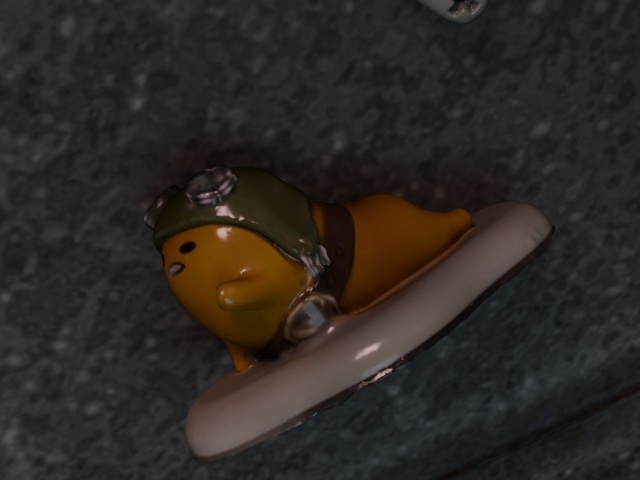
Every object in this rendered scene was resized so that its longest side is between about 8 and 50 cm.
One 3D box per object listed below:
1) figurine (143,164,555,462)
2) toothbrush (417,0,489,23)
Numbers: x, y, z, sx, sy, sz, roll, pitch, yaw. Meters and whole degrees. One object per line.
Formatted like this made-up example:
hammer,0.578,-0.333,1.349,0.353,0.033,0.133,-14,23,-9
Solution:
figurine,0.000,0.000,0.895,0.250,0.166,0.141,-34,97,-28
toothbrush,-0.048,-0.191,0.752,0.386,0.040,0.040,26,112,-36
